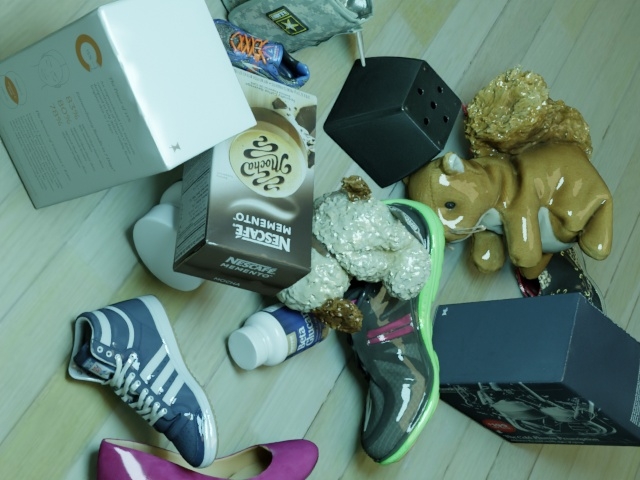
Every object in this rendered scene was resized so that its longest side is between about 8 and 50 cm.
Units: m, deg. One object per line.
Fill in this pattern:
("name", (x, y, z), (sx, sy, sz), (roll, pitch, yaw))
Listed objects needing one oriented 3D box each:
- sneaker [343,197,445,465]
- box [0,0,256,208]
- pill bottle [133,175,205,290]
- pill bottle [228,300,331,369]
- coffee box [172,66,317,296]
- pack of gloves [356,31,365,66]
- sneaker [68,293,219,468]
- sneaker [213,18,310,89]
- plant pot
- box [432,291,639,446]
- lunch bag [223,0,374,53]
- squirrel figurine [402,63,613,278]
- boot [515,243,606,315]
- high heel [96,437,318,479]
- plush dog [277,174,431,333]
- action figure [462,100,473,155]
("sneaker", (0.100, 0.158, 1.900), (0.202, 0.185, 0.482), (10, 72, -23))
("box", (-0.288, -0.193, 1.457), (0.168, 0.345, 0.215), (-33, 105, -41))
("pill bottle", (-0.151, -0.052, 1.684), (0.283, 0.161, 0.161), (-44, 112, -38))
("pill bottle", (-0.069, 0.153, 1.769), (0.169, 0.094, 0.094), (-24, 99, -42))
("coffee box", (-0.105, -0.086, 1.549), (0.168, 0.119, 0.297), (16, 60, -27))
("pack of gloves", (0.039, -0.462, 1.939), (0.232, 0.046, 0.195), (70, 15, -59))
("sneaker", (-0.263, 0.213, 1.538), (0.153, 0.099, 0.282), (-6, 61, -43))
("sneaker", (-0.106, -0.321, 1.823), (0.221, 0.087, 0.083), (23, 67, -38))
("plant pot", (0.151, -0.234, 1.991), (0.188, 0.167, 0.187), (43, 57, -30))
("box", (0.423, 0.256, 2.035), (0.312, 0.343, 0.178), (35, 61, -32))
("lunch bag", (-0.056, -0.458, 1.791), (0.169, 0.235, 0.287), (-34, 105, -39))
("squirrel figurine", (0.351, -0.133, 2.082), (0.371, 0.281, 0.396), (10, 83, -19))
("boot", (0.525, 0.117, 2.330), (0.179, 0.085, 0.236), (-24, 92, -40))
("high heel", (-0.159, 0.332, 1.625), (0.377, 0.127, 0.181), (-19, 106, -40))
("plush dog", (0.018, 0.023, 1.738), (0.225, 0.262, 0.210), (-48, 150, -8))
("action figure", (0.399, -0.254, 2.275), (0.280, 0.092, 0.139), (-24, 106, -43))
